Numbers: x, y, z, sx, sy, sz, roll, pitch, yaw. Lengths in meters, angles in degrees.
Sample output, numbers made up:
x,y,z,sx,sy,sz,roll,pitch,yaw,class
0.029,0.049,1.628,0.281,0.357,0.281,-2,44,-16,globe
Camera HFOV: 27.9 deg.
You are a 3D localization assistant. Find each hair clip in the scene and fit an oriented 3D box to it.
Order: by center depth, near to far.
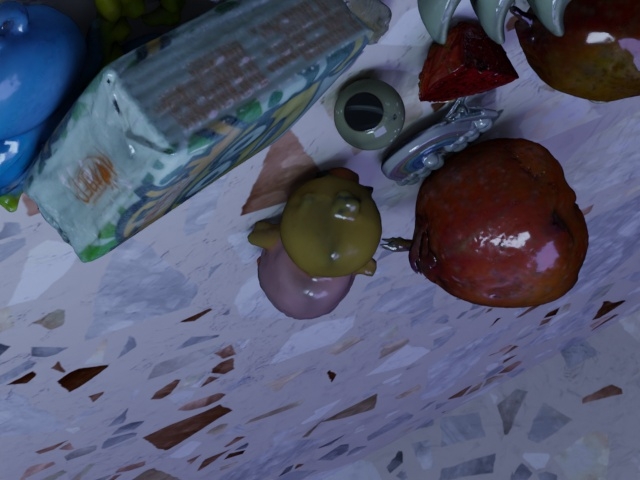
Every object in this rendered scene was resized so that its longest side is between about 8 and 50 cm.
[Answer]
x,y,z,sx,sy,sz,roll,pitch,yaw,class
0.161,-0.145,1.845,0.220,0.054,0.140,-38,163,34,hair clip

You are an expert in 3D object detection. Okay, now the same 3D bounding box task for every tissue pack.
x,y,z,sx,sy,sz,roll,pitch,yaw,class
-0.121,-0.131,1.279,0.311,0.128,0.228,-39,178,-41,tissue pack

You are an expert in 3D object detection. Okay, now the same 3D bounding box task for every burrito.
x,y,z,sx,sy,sz,roll,pitch,yaw,class
0.031,-0.259,1.433,0.058,0.045,0.188,-28,161,21,burrito

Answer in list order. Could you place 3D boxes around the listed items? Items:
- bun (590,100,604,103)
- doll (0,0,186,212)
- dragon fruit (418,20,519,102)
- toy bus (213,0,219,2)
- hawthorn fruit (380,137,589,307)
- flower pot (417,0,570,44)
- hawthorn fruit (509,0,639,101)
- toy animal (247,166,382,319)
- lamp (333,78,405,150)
x,y,z,sx,sy,sz,roll,pitch,yaw,class
0.424,-0.243,1.911,0.086,0.055,0.086,-12,147,-8,bun
-0.284,-0.143,1.267,0.346,0.099,0.341,-38,169,-20,doll
0.167,-0.224,1.634,0.106,0.083,0.162,-26,171,32,dragon fruit
-0.141,-0.295,1.101,0.106,0.092,0.268,-40,156,9,toy bus
0.243,-0.018,1.949,0.307,0.276,0.276,-14,159,6,hawthorn fruit
0.213,-0.339,1.210,0.367,0.164,0.254,-30,122,14,flower pot
0.341,-0.274,1.589,0.248,0.208,0.208,-3,152,-14,hawthorn fruit
0.000,0.002,1.829,0.195,0.169,0.281,16,142,-9,toy animal
0.072,-0.160,1.668,0.091,0.091,0.163,-33,174,13,lamp
